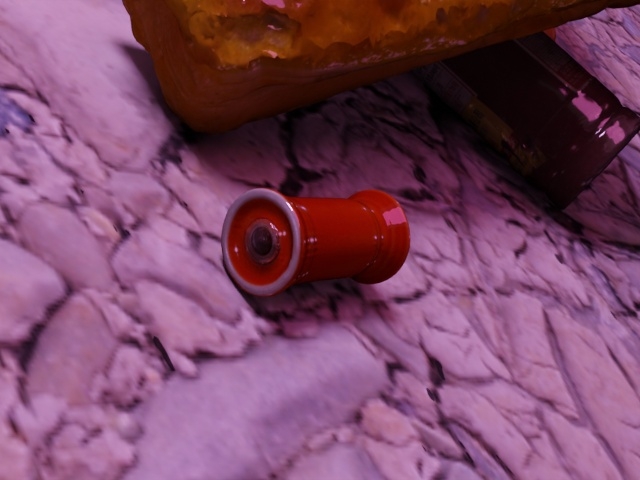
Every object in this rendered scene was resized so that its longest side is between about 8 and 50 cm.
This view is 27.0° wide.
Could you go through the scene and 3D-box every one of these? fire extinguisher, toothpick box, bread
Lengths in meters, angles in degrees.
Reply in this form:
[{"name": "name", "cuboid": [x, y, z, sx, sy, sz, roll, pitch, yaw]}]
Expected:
[{"name": "fire extinguisher", "cuboid": [0.096, -0.141, 0.832, 0.252, 0.106, 0.075, 44, 2, 8]}, {"name": "toothpick box", "cuboid": [0.000, 0.000, 0.592, 0.083, 0.047, 0.047, -2, 50, -51]}, {"name": "bread", "cuboid": [0.057, -0.187, 0.711, 0.380, 0.109, 0.185, -21, 82, -32]}]

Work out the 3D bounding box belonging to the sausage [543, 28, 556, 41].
[{"name": "sausage", "cuboid": [0.114, -0.149, 0.925, 0.131, 0.041, 0.039, 1, 53, -48]}]
